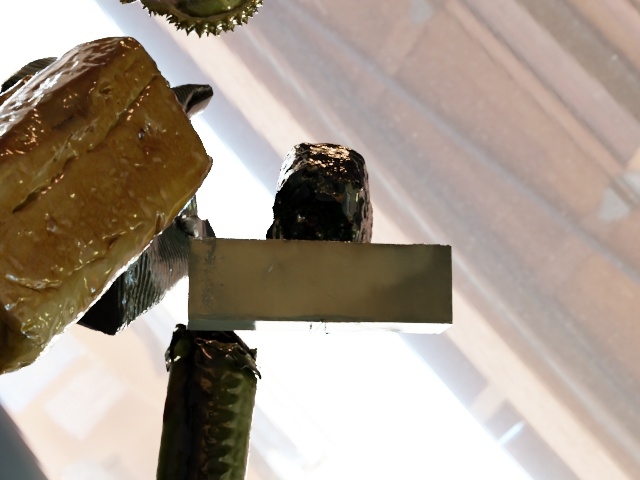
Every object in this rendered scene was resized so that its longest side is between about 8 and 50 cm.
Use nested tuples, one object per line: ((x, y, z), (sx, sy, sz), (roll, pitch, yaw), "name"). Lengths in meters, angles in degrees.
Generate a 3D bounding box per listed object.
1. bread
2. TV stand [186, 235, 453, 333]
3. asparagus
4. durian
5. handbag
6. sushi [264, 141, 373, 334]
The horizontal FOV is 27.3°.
((-0.211, -0.030, 1.025), (0.132, 0.294, 0.167), (-2, -58, 31), "bread")
((-0.002, 0.049, 1.358), (0.083, 0.269, 0.088), (111, -20, -76), "TV stand")
((-0.148, 0.289, 1.638), (0.108, 0.128, 0.382), (105, -10, -66), "asparagus")
((-0.170, -0.329, 1.803), (0.102, 0.208, 0.147), (91, -11, -56), "durian")
((-0.265, -0.074, 1.671), (0.247, 0.240, 0.341), (17, -60, 29), "handbag")
((0.000, 0.000, 1.591), (0.127, 0.124, 0.225), (-76, 171, -62), "sushi")
